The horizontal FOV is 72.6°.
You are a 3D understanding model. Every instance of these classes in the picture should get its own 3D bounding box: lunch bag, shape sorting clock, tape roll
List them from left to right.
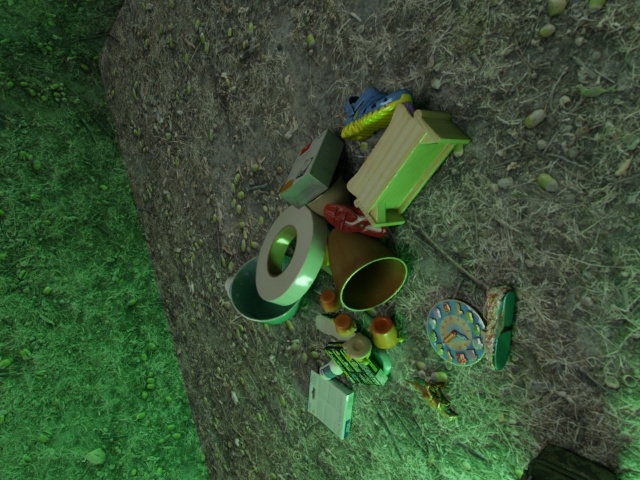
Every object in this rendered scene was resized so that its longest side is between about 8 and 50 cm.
[{"bbox_3d":[-0.118,0.049,1.632,0.392,0.072,0.391,-35,43,42],"label":"tape roll"},{"bbox_3d":[0.410,0.281,1.325,0.206,0.040,0.206,14,110,44],"label":"shape sorting clock"},{"bbox_3d":[0.590,0.709,1.080,0.213,0.256,0.305,15,110,44],"label":"lunch bag"}]

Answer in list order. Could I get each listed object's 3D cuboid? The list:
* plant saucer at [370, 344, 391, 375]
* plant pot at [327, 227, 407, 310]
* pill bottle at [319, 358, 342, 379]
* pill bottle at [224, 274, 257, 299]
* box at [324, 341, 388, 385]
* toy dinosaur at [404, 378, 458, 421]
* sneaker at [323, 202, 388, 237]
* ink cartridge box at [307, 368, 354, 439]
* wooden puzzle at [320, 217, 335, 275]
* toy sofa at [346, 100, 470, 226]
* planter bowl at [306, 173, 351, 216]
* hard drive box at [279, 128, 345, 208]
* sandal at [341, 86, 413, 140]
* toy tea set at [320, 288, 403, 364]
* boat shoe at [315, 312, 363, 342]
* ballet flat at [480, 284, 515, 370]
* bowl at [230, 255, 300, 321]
[{"bbox_3d":[0.205,0.445,1.601,0.119,0.021,0.119,15,111,44],"label":"plant saucer"},{"bbox_3d":[0.125,0.062,1.463,0.254,0.237,0.237,60,138,42],"label":"plant pot"},{"bbox_3d":[0.054,0.512,1.748,0.120,0.067,0.067,-44,68,44],"label":"pill bottle"},{"bbox_3d":[-0.340,0.239,2.043,0.264,0.146,0.146,16,111,44],"label":"pill bottle"},{"bbox_3d":[0.128,0.452,1.600,0.190,0.045,0.184,51,149,-12],"label":"box"},{"bbox_3d":[0.355,0.504,1.425,0.211,0.064,0.112,40,128,34],"label":"toy dinosaur"},{"bbox_3d":[0.128,-0.083,1.455,0.221,0.128,0.087,23,122,12],"label":"sneaker"},{"bbox_3d":[0.038,0.674,1.822,0.224,0.045,0.223,24,116,43],"label":"ink cartridge box"},{"bbox_3d":[0.000,0.000,1.692,0.221,0.044,0.238,30,121,39],"label":"wooden puzzle"},{"bbox_3d":[0.246,-0.220,1.292,0.177,0.150,0.362,57,135,27],"label":"toy sofa"},{"bbox_3d":[0.041,-0.141,1.544,0.109,0.162,0.162,50,140,-15],"label":"planter bowl"},{"bbox_3d":[-0.027,-0.249,1.526,0.089,0.232,0.181,36,141,-22],"label":"hard drive box"},{"bbox_3d":[0.160,-0.407,1.335,0.317,0.126,0.138,-4,87,59],"label":"sandal"},{"bbox_3d":[0.135,0.288,1.549,0.336,0.200,0.124,55,172,43],"label":"toy tea set"},{"bbox_3d":[0.089,0.341,1.658,0.255,0.079,0.095,13,112,47],"label":"boat shoe"},{"bbox_3d":[0.486,0.236,1.207,0.077,0.091,0.240,17,104,55],"label":"ballet flat"},{"bbox_3d":[-0.203,0.226,1.816,0.311,0.312,0.163,42,161,32],"label":"bowl"}]
